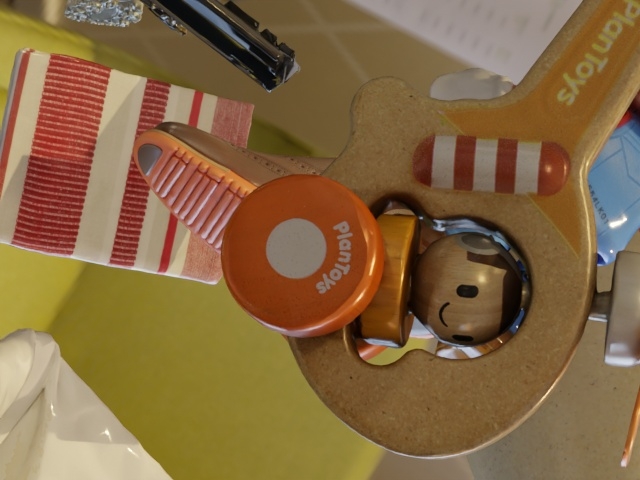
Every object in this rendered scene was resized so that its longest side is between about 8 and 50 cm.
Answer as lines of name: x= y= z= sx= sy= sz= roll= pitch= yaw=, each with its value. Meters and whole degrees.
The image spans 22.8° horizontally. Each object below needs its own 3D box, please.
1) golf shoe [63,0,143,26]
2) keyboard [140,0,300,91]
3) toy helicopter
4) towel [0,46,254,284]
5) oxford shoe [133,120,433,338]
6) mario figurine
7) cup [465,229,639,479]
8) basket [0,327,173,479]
golf shoe: x=-0.195 y=-0.262 z=1.540 sx=0.069 sy=0.176 sz=0.086 roll=11 pitch=74 yaw=-31
keyboard: x=-0.143 y=-0.195 z=0.954 sx=0.033 sy=0.317 sz=0.201 roll=-52 pitch=-173 yaw=-3
toy helicopter: x=0.129 y=-0.036 z=0.859 sx=0.355 sy=0.235 sz=0.140 roll=-55 pitch=163 yaw=-4
towel: x=-0.243 y=-0.086 z=1.937 sx=0.329 sy=0.037 sz=0.237 roll=12 pitch=88 yaw=-34
oxford shoe: x=-0.016 y=-0.035 z=1.612 sx=0.130 sy=0.364 sz=0.132 roll=-41 pitch=-158 yaw=58
mario figurine: x=0.181 y=-0.037 z=1.083 sx=0.320 sy=0.170 sz=0.198 roll=-36 pitch=138 yaw=-21
cup: x=0.268 y=0.184 z=1.406 sx=0.331 sy=0.331 sz=0.237 roll=93 pitch=5 yaw=-45
basket: x=-0.168 y=0.264 z=0.749 sx=0.266 sy=0.328 sz=0.331 roll=-38 pitch=-176 yaw=7
